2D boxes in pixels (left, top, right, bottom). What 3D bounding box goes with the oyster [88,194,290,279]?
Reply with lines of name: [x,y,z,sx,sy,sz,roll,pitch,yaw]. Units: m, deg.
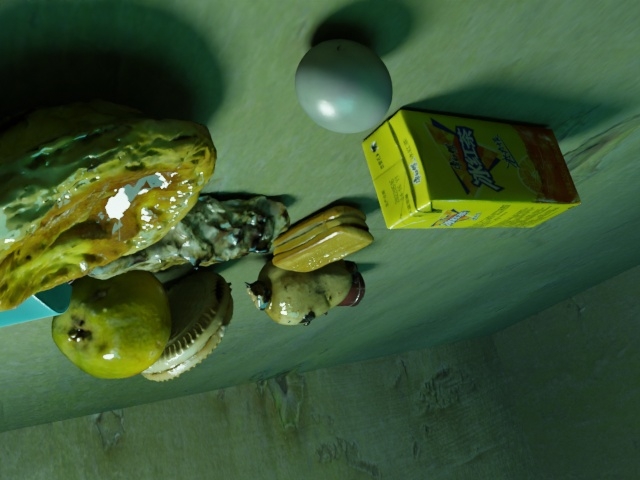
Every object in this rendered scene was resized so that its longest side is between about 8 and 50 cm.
oyster: [-0.246,0.013,1.137,0.396,0.111,0.204,-8,164,-32]

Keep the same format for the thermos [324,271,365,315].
thermos: [-0.005,0.108,1.626,0.232,0.099,0.124,5,116,-43]

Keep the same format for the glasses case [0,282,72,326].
glasses case: [-0.566,0.105,1.114,0.300,0.070,0.117,-12,147,17]

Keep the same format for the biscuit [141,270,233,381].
biscuit: [-0.277,0.166,1.378,0.259,0.259,0.079,-23,124,23]

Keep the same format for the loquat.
loquat: [-0.364,0.138,1.249,0.213,0.214,0.246,-20,-178,16]

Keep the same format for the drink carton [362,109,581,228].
drink carton: [0.246,-0.103,1.092,0.351,0.155,0.111,-1,157,-37]

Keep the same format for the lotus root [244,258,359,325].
lotus root: [-0.041,0.102,1.474,0.256,0.155,0.140,-11,156,-22]

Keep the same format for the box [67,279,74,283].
box: [-0.456,0.050,1.151,0.063,0.060,0.084,15,147,-42]

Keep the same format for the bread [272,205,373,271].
bread: [0.000,0.000,1.329,0.200,0.077,0.116,-27,160,36]

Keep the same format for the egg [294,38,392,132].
egg: [0.029,-0.176,0.792,0.103,0.103,0.135,-25,160,28]

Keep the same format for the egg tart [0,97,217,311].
egg tart: [-0.287,-0.054,0.785,0.352,0.150,0.352,-33,173,-4]
